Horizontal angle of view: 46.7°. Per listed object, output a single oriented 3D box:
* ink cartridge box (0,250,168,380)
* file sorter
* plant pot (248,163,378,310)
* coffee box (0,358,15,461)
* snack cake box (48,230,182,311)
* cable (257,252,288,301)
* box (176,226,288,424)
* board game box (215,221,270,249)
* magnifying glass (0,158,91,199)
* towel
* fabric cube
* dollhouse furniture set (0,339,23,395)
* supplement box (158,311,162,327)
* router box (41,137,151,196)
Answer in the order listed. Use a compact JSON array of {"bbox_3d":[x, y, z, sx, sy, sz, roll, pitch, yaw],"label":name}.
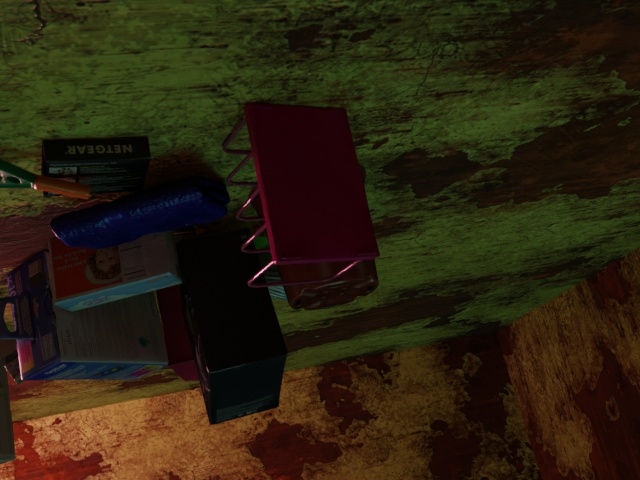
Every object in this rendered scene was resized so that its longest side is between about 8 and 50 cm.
[{"bbox_3d":[-0.572,0.186,1.763,0.151,0.270,0.395,-27,157,25],"label":"ink cartridge box"},{"bbox_3d":[-0.051,-0.075,1.360,0.202,0.291,0.182,-2,161,-30],"label":"file sorter"},{"bbox_3d":[0.000,0.000,1.637,0.272,0.265,0.272,-12,161,-4],"label":"plant pot"},{"bbox_3d":[-1.187,0.539,2.240,0.334,0.338,0.338,-21,160,21],"label":"coffee box"},{"bbox_3d":[-0.452,0.048,1.636,0.264,0.152,0.089,-14,161,3],"label":"snack cake box"},{"bbox_3d":[-0.074,0.103,1.963,0.257,0.089,0.257,12,165,6],"label":"cable"},{"bbox_3d":[-0.216,0.203,1.746,0.179,0.343,0.312,-11,148,-16],"label":"box"},{"bbox_3d":[-0.166,-0.009,1.840,0.181,0.043,0.092,0,157,-35],"label":"board game box"},{"bbox_3d":[-0.509,-0.106,1.258,0.231,0.026,0.092,13,152,-16],"label":"magnifying glass"},{"bbox_3d":[-0.346,-0.048,1.479,0.308,0.076,0.227,-16,178,9],"label":"towel"},{"bbox_3d":[-0.307,0.237,2.111,0.254,0.259,0.258,-11,161,-4],"label":"fabric cube"},{"bbox_3d":[-0.809,0.251,1.899,0.242,0.212,0.161,-34,173,-27],"label":"dollhouse furniture set"},{"bbox_3d":[-0.478,0.246,2.350,0.083,0.043,0.055,-11,162,-5],"label":"supplement box"},{"bbox_3d":[-0.402,-0.130,1.325,0.179,0.046,0.133,-5,159,-24],"label":"router box"}]
